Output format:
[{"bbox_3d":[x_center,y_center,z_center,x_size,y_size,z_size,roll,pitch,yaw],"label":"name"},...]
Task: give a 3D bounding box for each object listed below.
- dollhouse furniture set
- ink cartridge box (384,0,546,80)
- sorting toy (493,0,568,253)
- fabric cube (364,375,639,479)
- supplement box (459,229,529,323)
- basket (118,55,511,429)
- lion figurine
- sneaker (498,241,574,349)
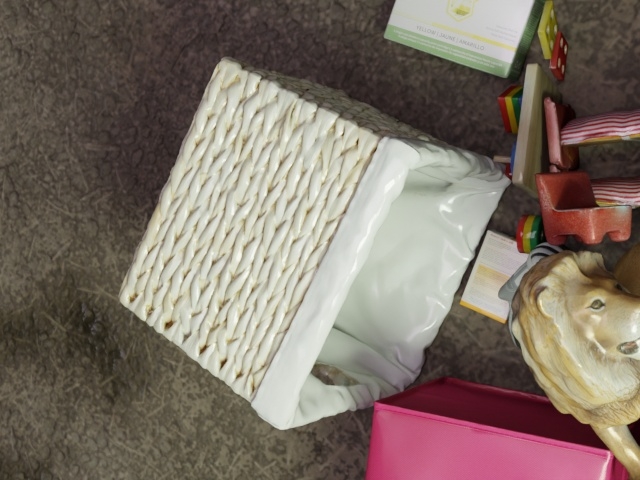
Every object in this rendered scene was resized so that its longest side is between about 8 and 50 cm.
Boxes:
[{"bbox_3d":[0.311,-0.083,0.997,0.201,0.374,0.152,-4,92,23],"label":"dollhouse furniture set"},{"bbox_3d":[0.195,-0.329,1.219,0.171,0.056,0.235,24,103,23],"label":"ink cartridge box"},{"bbox_3d":[0.232,-0.127,1.145,0.046,0.132,0.274,6,85,26],"label":"sorting toy"},{"bbox_3d":[0.199,0.309,1.118,0.254,0.259,0.258,7,92,25],"label":"fabric cube"},{"bbox_3d":[0.217,0.043,1.224,0.062,0.036,0.098,24,101,22],"label":"supplement box"},{"bbox_3d":[0.000,0.000,1.170,0.266,0.328,0.331,30,103,25],"label":"basket"},{"bbox_3d":[0.310,0.080,0.971,0.142,0.392,0.240,-30,91,32],"label":"lion figurine"},{"bbox_3d":[0.302,0.109,1.169,0.229,0.086,0.132,41,132,0],"label":"sneaker"}]
